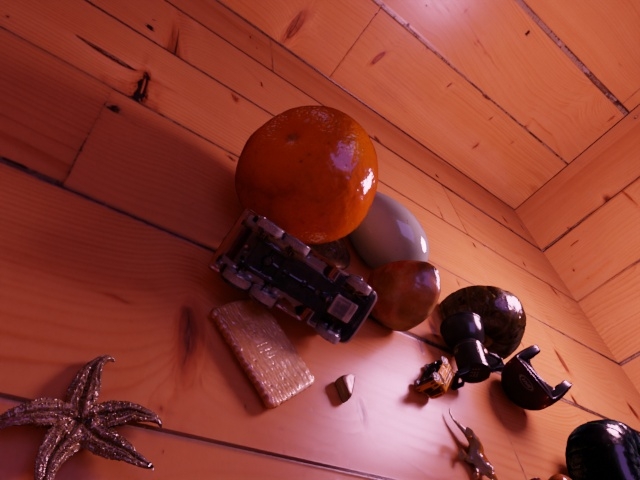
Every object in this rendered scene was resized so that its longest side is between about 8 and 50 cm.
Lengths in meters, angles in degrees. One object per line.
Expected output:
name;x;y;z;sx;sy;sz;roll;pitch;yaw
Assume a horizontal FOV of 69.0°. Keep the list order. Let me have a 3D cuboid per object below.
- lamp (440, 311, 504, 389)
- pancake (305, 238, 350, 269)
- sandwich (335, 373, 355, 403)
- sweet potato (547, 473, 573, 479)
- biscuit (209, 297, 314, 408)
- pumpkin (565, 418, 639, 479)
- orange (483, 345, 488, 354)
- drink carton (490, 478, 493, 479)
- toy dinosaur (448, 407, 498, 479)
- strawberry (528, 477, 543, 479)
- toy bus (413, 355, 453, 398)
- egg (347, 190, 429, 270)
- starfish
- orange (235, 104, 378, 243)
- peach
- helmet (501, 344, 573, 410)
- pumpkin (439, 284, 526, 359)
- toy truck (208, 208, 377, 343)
lamp;0.482;0.359;1.481;0.171;0.147;0.227;2;37;-2
pancake;0.000;0.001;1.488;0.250;0.031;0.250;29;29;-18
sandwich;0.057;0.341;1.108;0.044;0.031;0.083;42;26;-10
sweet potato;0.655;0.743;1.252;0.097;0.097;0.292;47;31;8
biscuit;-0.127;0.236;1.020;0.250;0.030;0.160;53;31;17
pumpkin;0.904;0.722;1.452;0.315;0.238;0.315;15;51;-20
orange;0.532;0.391;1.590;0.085;0.085;0.085;31;31;-21
drink carton;0.423;0.661;1.092;0.056;0.071;0.166;-3;52;-48
toy dinosaur;0.422;0.561;1.245;0.142;0.057;0.212;41;28;-27
strawberry;0.571;0.681;1.223;0.106;0.106;0.106;31;31;-21
toy bus;0.328;0.396;1.331;0.074;0.069;0.162;58;28;5
egg;0.213;-0.028;1.589;0.230;0.230;0.371;-5;50;-53
starfish;-0.347;0.267;0.694;0.227;0.043;0.241;31;27;-24
orange;-0.033;-0.178;1.334;0.326;0.423;0.424;61;8;-48
peach;0.259;0.158;1.399;0.214;0.235;0.214;34;36;-30
helmet;0.715;0.473;1.577;0.189;0.193;0.216;56;18;28
pumpkin;0.623;0.270;1.708;0.325;0.232;0.242;35;27;-21
toy truck;-0.066;0.082;1.137;0.387;0.173;0.207;34;0;-16
